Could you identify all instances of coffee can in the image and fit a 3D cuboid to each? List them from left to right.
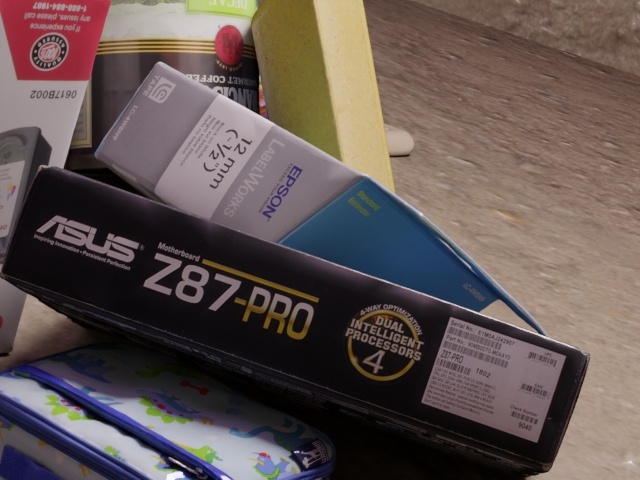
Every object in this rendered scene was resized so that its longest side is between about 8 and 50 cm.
[{"bbox_3d":[-0.161,-0.208,1.855,0.201,0.275,0.201,-1,0,0],"label":"coffee can"}]

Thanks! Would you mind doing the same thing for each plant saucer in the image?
[{"bbox_3d":[0.003,-0.142,1.903,0.081,0.333,0.333,-8,14,9],"label":"plant saucer"}]

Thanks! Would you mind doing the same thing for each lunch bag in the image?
[{"bbox_3d":[-0.112,0.148,1.202,0.219,0.090,0.176,25,22,31],"label":"lunch bag"}]

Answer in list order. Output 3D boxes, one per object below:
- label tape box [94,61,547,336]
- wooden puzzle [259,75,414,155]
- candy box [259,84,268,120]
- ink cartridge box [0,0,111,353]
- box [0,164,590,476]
[{"bbox_3d":[0.000,0.000,1.568,0.347,0.115,0.249,34,-4,41],"label":"label tape box"},{"bbox_3d":[-0.024,-0.171,2.354,0.238,0.044,0.221,29,21,35],"label":"wooden puzzle"},{"bbox_3d":[-0.044,-0.126,2.150,0.109,0.053,0.186,-18,37,-43],"label":"candy box"},{"bbox_3d":[-0.306,-0.067,1.320,0.131,0.306,0.226,30,22,35],"label":"ink cartridge box"},{"bbox_3d":[-0.011,0.073,1.336,0.395,0.097,0.318,18,-9,7],"label":"box"}]
